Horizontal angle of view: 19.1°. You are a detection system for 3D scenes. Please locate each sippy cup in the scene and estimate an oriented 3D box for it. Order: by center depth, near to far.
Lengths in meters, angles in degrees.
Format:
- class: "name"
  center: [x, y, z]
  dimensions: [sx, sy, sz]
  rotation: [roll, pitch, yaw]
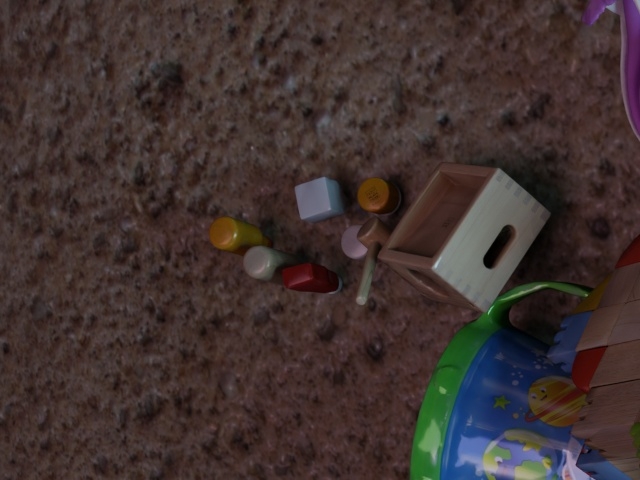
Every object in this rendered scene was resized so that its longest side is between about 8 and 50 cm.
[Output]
- class: "sippy cup"
  center: [0.239, 0.214, 1.950]
  dimensions: [0.224, 0.240, 0.305]
  rotation: [12, 129, 26]

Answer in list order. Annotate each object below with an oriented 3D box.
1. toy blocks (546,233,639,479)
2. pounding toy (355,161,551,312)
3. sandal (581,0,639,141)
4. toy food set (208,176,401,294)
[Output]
- class: "toy blocks"
  center: [0.326, 0.082, 1.759]
  dimensions: [0.190, 0.381, 0.261]
  rotation: [36, 155, -18]
- class: "pounding toy"
  center: [0.121, 0.016, 2.015]
  dimensions: [0.181, 0.094, 0.206]
  rotation: [-56, 23, -10]
- class: "sandal"
  center: [0.276, -0.194, 1.597]
  dimensions: [0.169, 0.102, 0.416]
  rotation: [37, 155, 46]
- class: "toy food set"
  center: [0.000, 0.000, 2.185]
  dimensions: [0.232, 0.104, 0.111]
  rotation: [-18, 75, 23]
